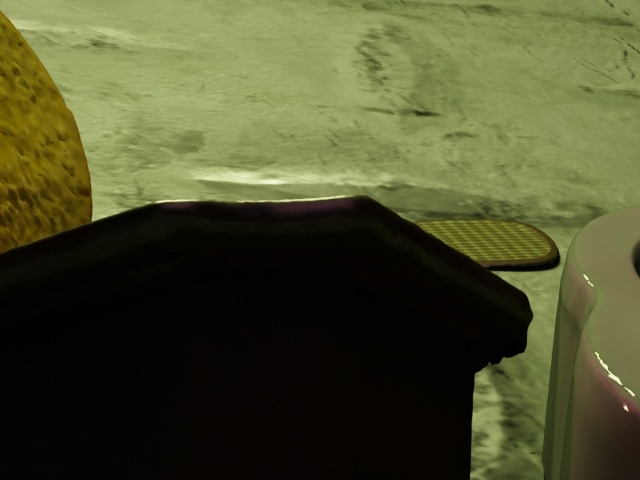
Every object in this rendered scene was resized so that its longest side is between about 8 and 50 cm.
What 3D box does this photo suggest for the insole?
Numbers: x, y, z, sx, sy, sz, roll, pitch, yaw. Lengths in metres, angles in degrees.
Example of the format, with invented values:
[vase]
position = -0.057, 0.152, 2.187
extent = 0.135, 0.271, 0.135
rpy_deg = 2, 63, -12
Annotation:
[insole]
position = 0.000, 0.000, 0.974
extent = 0.253, 0.005, 0.086
rpy_deg = 0, 22, -17

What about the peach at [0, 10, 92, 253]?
[peach]
position = -0.174, -0.025, 0.737
extent = 0.190, 0.190, 0.192
rpy_deg = -11, 8, -37

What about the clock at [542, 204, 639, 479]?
[clock]
position = 0.241, 0.085, 0.691
extent = 0.338, 0.102, 0.338
rpy_deg = 6, 21, -2

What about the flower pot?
[flower pot]
position = -0.069, 0.072, 0.522
extent = 0.250, 0.084, 0.179
rpy_deg = -17, -21, 22
